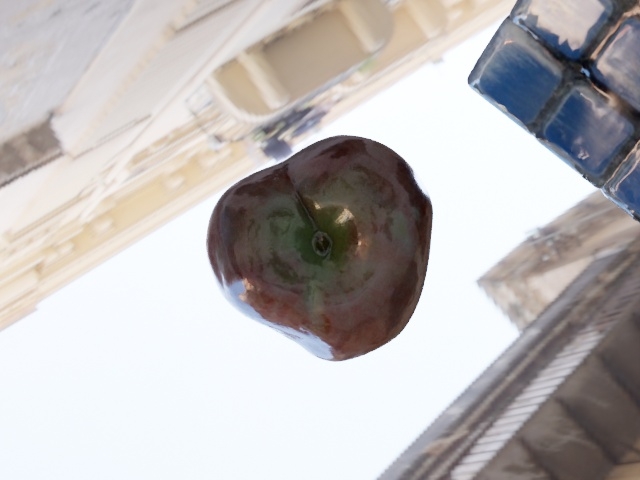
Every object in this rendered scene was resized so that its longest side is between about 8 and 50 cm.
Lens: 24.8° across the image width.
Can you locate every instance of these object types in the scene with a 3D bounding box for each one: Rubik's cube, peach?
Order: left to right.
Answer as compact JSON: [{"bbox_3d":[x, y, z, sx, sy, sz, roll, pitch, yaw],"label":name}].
[{"bbox_3d":[0.000,0.000,0.967,0.152,0.152,0.152,5,-104,-21],"label":"peach"},{"bbox_3d":[0.304,-0.162,1.021,0.259,0.256,0.253,38,-142,9],"label":"Rubik's cube"}]
